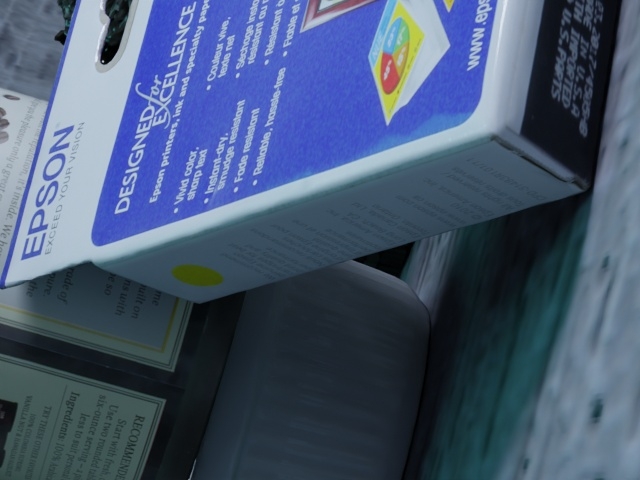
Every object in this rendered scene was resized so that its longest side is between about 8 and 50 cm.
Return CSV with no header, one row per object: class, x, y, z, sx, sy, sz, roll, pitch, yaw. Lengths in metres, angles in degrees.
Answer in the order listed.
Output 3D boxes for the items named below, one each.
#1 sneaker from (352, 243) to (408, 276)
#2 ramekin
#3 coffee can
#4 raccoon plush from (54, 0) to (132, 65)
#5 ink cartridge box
sneaker,0.008,-0.015,1.315,0.286,0.109,0.130,115,176,-61
ramekin,-0.012,0.101,1.055,0.207,0.109,0.207,-166,90,-86
coffee can,-0.185,0.016,0.972,0.201,0.275,0.201,-163,90,-84
raccoon plush,-0.021,-0.198,1.094,0.299,0.216,0.446,-17,91,47
ink cartridge box,0.004,-0.127,0.837,0.307,0.072,0.303,-17,53,46
